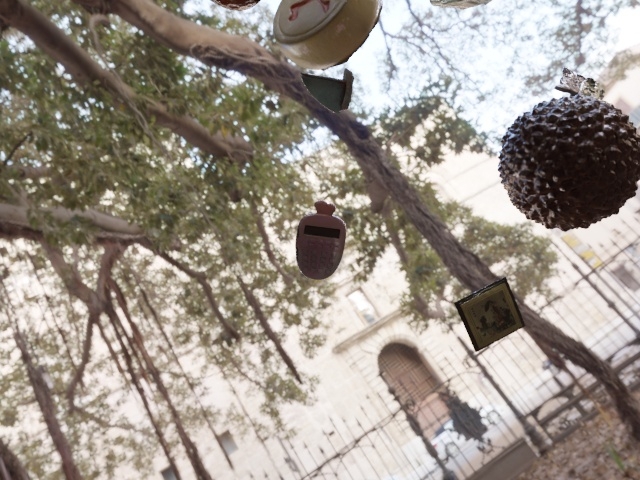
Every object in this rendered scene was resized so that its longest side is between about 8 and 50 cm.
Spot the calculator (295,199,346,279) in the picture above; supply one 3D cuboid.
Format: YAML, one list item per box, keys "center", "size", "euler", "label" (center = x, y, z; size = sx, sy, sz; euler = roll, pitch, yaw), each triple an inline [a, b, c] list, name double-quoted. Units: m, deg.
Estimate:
- center: [0.000, 0.000, 1.081]
  size: [0.103, 0.166, 0.024]
  euler: [8, 8, -5]
  label: "calculator"

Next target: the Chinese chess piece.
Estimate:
- center: [0.016, -0.668, 1.547]
  size: [0.338, 0.338, 0.140]
  euler: [-42, -42, 13]
  label: "Chinese chess piece"

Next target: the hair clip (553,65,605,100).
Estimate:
- center: [0.770, -0.441, 1.562]
  size: [0.187, 0.146, 0.056]
  euler: [-55, -9, -28]
  label: "hair clip"

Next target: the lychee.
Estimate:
- center: [0.476, -0.147, 1.012]
  size: [0.300, 0.264, 0.264]
  euler: [-23, -24, -54]
  label: "lychee"

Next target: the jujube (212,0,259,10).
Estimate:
- center: [-0.269, -0.744, 1.459]
  size: [0.190, 0.255, 0.190]
  euler: [10, -90, -69]
  label: "jujube"

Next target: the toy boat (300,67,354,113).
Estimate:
- center: [0.008, -0.321, 1.106]
  size: [0.122, 0.034, 0.096]
  euler: [2, -76, -23]
  label: "toy boat"

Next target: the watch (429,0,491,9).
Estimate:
- center: [0.304, -0.595, 1.080]
  size: [0.162, 0.253, 0.241]
  euler: [-4, -36, -36]
  label: "watch"

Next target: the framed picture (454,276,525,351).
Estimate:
- center: [0.560, 0.245, 1.724]
  size: [0.199, 0.195, 0.010]
  euler: [-26, 10, -4]
  label: "framed picture"
